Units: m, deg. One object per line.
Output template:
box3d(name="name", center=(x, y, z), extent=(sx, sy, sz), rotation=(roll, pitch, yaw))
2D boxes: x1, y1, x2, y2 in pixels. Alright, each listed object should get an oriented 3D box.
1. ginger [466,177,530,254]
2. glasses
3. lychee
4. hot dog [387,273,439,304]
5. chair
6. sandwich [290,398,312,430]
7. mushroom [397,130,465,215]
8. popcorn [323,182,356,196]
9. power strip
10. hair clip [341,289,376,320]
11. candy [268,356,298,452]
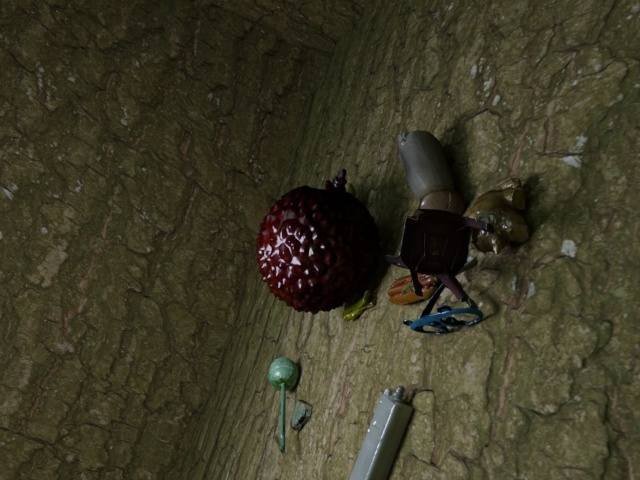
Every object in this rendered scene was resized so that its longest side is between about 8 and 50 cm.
box3d(name="ginger", center=(0.417, -0.046, 1.515), extent=(0.157, 0.102, 0.216), rotation=(-21, 40, 34))
box3d(name="glasses", center=(0.333, 0.153, 1.589), extent=(0.207, 0.102, 0.239), rotation=(-45, 4, -29))
box3d(name="lychee", center=(0.000, 0.000, 2.152), extent=(0.424, 0.424, 0.500), rotation=(-140, 70, -72))
box3d(name="hot dog", center=(0.262, 0.130, 1.809), extent=(0.236, 0.062, 0.092), rotation=(-32, 35, 59))
box3d(name="chair", center=(0.265, 0.016, 1.515), extent=(0.326, 0.176, 0.183), rotation=(-111, 30, -79))
box3d(name="sandwich", center=(-0.068, 0.607, 2.222), extent=(0.105, 0.036, 0.093), rotation=(-68, 17, -6))
box3d(name="mushroom", center=(0.320, -0.206, 1.915), extent=(0.137, 0.154, 0.407), rotation=(-19, 35, 9))
box3d(name="popcorn", center=(0.050, -0.111, 2.501), extent=(0.233, 0.192, 0.266), rotation=(-115, 40, -63))
box3d(name="power strip", center=(0.151, 0.531, 1.648), extent=(0.338, 0.058, 0.098), rotation=(-69, 17, -3))
box3d(name="hair clip", center=(0.123, 0.217, 2.130), extent=(0.173, 0.046, 0.072), rotation=(-44, 19, 48))
box3d(name="candy", center=(-0.131, 0.582, 2.294), extent=(0.119, 0.119, 0.440), rotation=(-59, 18, 24))
